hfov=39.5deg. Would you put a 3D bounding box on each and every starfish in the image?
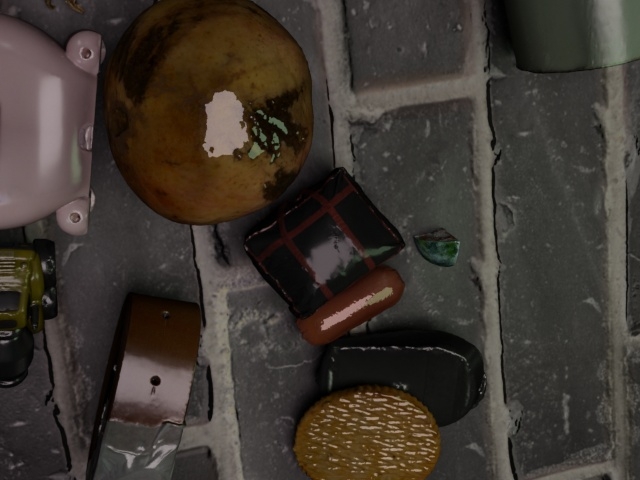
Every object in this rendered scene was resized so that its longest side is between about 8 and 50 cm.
[{"bbox_3d":[-0.362,-0.365,1.276,0.078,0.028,0.091,-27,113,-10],"label":"starfish"}]

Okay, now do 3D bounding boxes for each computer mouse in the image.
[{"bbox_3d":[0.138,0.229,1.532,0.296,0.087,0.168,3,116,-1],"label":"computer mouse"}]

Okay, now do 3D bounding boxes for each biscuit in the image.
[{"bbox_3d":[0.082,0.347,1.528,0.254,0.035,0.253,1,118,1],"label":"biscuit"}]

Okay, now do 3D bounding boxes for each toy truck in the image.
[{"bbox_3d":[-0.446,0.101,1.264,0.147,0.224,0.165,0,61,-19],"label":"toy truck"}]

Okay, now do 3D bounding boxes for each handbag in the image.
[{"bbox_3d":[0.000,0.000,1.400,0.215,0.155,0.169,-36,96,-4],"label":"handbag"}]

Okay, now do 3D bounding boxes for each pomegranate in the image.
[{"bbox_3d":[-0.156,-0.180,1.235,0.322,0.322,0.322,-4,104,-15],"label":"pomegranate"}]

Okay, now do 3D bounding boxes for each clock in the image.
[{"bbox_3d":[-0.472,-0.163,1.225,0.326,0.184,0.342,5,97,-12],"label":"clock"}]

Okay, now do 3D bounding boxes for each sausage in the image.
[{"bbox_3d":[0.050,0.106,1.481,0.194,0.077,0.077,-30,109,-9],"label":"sausage"}]

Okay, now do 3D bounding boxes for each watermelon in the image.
[{"bbox_3d":[0.208,0.009,1.524,0.085,0.085,0.061,31,64,-20],"label":"watermelon"}]

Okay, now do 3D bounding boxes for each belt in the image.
[{"bbox_3d":[-0.268,0.249,1.350,0.122,0.217,0.338,12,102,-17],"label":"belt"}]

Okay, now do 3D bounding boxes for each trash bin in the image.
[{"bbox_3d":[0.381,-0.490,1.326,0.281,0.280,0.431,-18,110,-11],"label":"trash bin"}]
